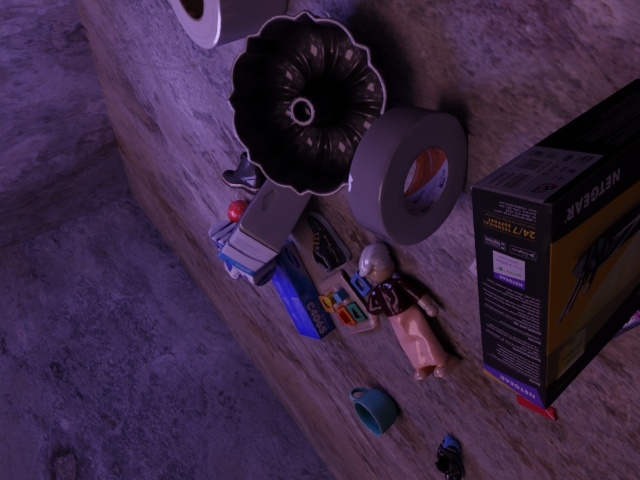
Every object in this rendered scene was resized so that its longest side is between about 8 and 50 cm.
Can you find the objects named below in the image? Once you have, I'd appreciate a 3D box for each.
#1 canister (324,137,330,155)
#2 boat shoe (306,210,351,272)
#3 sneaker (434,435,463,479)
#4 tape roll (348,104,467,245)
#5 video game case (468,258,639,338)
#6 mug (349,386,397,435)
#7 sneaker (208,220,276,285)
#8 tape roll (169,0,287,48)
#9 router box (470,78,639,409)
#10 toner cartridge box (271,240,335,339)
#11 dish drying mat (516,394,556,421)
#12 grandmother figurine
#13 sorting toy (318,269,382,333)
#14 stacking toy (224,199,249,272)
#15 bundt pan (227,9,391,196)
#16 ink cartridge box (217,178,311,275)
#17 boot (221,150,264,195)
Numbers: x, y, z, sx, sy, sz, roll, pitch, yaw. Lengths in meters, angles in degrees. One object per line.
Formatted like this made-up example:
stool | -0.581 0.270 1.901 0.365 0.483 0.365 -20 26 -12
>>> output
canister | -0.003 -0.265 0.999 0.126 0.073 0.170 11 125 55
boat shoe | 0.000 0.000 1.253 0.183 0.083 0.065 50 152 16
sneaker | 0.363 0.643 1.302 0.067 0.078 0.188 25 139 48
tape roll | 0.148 -0.105 0.745 0.072 0.219 0.219 30 141 43
video game case | 0.367 0.069 0.727 0.232 0.041 0.210 47 159 21
mug | 0.181 0.546 1.491 0.158 0.097 0.129 56 154 6
sneaker | -0.255 0.070 1.573 0.315 0.127 0.182 37 152 38
tape roll | -0.205 -0.549 0.944 0.246 0.169 0.246 41 148 32
router box | 0.297 -0.007 0.492 0.081 0.308 0.243 27 140 49
toner cartridge box | -0.086 0.174 1.586 0.165 0.075 0.348 -8 111 60
dish drying mat | 0.445 0.343 0.934 0.083 0.008 0.032 13 129 55
grandmother figurine | 0.192 0.165 1.093 0.207 0.104 0.343 -27 92 36
sorting toy | 0.070 0.198 1.377 0.196 0.047 0.347 57 153 3
stacking toy | -0.306 -0.013 1.715 0.141 0.141 0.331 41 145 31
bundt pan | -0.008 -0.257 0.867 0.330 0.124 0.331 12 119 22
ink cartridge box | -0.165 -0.047 1.305 0.129 0.223 0.307 33 155 -11
boot | -0.254 -0.238 1.466 0.197 0.076 0.137 20 131 33
